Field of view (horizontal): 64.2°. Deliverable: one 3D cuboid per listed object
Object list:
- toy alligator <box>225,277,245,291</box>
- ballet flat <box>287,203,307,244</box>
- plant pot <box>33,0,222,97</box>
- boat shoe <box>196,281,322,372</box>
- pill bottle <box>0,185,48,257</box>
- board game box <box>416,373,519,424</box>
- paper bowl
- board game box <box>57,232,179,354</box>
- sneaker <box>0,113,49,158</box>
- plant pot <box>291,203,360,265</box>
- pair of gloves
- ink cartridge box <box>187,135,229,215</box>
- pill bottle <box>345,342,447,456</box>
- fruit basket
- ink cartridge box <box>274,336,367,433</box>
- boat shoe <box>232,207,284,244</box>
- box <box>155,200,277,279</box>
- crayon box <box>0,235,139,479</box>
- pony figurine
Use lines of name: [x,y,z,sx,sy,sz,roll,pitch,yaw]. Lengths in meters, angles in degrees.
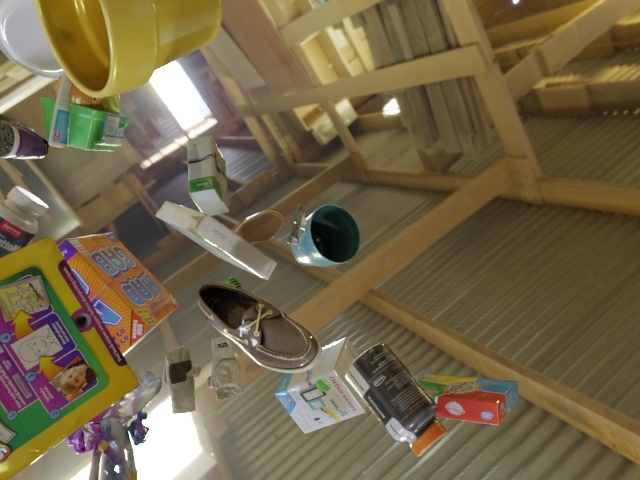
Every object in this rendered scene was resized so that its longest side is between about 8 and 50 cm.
toy alligator: [-0.292,0.188,1.818,0.056,0.051,0.190,-14,-136,-31]
ballet flat: [-0.056,-0.041,1.354,0.041,0.041,0.115,-1,-110,51]
plant pot: [-0.305,-0.390,0.848,0.239,0.254,0.253,-30,-163,-37]
boat shoe: [-0.140,0.174,1.071,0.324,0.097,0.117,21,-117,38]
pill bottle: [-0.692,-0.025,1.119,0.180,0.108,0.108,-54,-154,-6]
board game box: [0.429,0.489,1.597,0.316,0.064,0.242,-5,179,33]
paper bowl: [-0.735,-0.571,1.364,0.284,0.284,0.148,-26,-140,15]
board game box: [-0.743,0.229,1.638,0.356,0.356,0.356,-42,-176,1]
sneaker: [-0.809,-0.270,1.297,0.124,0.283,0.107,3,114,-64]
plant pot: [0.000,0.000,2.333,0.272,0.272,0.255,-49,-166,-34]
pair of gloves: [-0.378,0.428,1.634,0.239,0.204,0.042,-13,177,-19]
ink cartridge box: [-0.358,-0.206,1.626,0.086,0.153,0.209,-11,-116,3]
pill bottle: [0.178,0.368,1.174,0.130,0.130,0.246,-37,-119,-9]
fruit basket: [-0.589,-0.412,1.349,0.327,0.165,0.353,-95,-155,-82]
ink cartridge box: [0.021,0.518,1.825,0.270,0.198,0.197,-30,-168,26]
boat shoe: [-0.262,-0.056,2.016,0.342,0.123,0.123,-34,-148,41]
box: [-0.281,-0.005,1.346,0.322,0.232,0.059,18,-107,54]
crayon box: [-0.587,0.223,0.984,0.313,0.363,0.106,-34,-167,-37]
pony figurine: [-0.562,0.503,1.346,0.302,0.364,0.351,-5,155,-14]
